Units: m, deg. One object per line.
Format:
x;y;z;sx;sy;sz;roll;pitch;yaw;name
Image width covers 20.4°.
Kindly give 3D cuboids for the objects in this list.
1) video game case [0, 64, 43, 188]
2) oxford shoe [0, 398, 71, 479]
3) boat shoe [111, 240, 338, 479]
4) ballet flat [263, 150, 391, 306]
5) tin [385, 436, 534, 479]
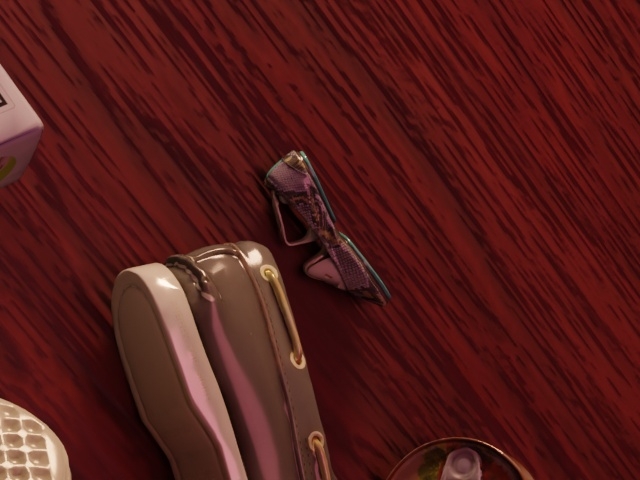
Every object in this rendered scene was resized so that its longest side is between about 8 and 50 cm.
-0.305;-0.097;0.820;0.244;0.061;0.269;-28;76;-34;video game case
-0.290;0.235;0.827;0.169;0.130;0.449;29;52;19;oxford shoe
-0.028;0.150;1.010;0.091;0.109;0.305;-19;92;-29;boat shoe
0.000;0.000;1.091;0.041;0.041;0.114;-40;107;-30;ballet flat
0.081;0.216;1.081;0.040;0.106;0.189;30;66;-66;tin
